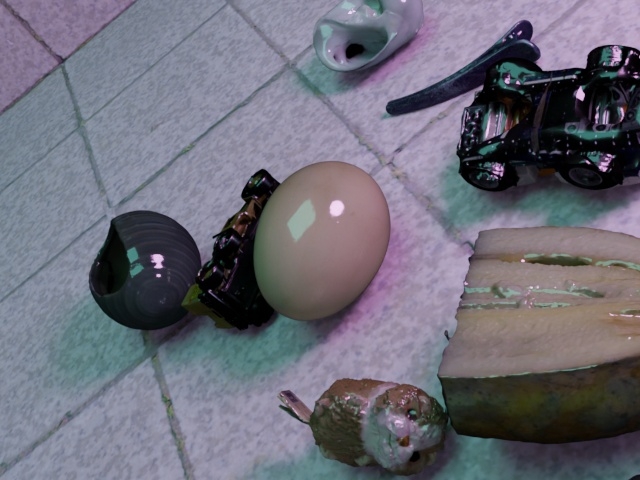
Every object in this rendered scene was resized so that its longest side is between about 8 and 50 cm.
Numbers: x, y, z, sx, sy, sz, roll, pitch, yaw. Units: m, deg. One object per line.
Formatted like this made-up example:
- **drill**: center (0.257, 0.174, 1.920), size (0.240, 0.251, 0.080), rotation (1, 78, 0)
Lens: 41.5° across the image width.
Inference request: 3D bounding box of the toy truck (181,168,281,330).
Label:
- **toy truck**: center (-0.117, 0.015, 1.342), size (0.127, 0.127, 0.257), rotation (-18, 40, 50)

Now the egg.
- **egg**: center (0.000, 0.000, 1.195), size (0.186, 0.186, 0.242), rotation (9, 64, 46)

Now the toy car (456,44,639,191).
- **toy car**: center (0.321, -0.147, 1.121), size (0.301, 0.118, 0.193), rotation (4, 64, 42)

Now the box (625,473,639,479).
- **box**: center (0.280, 0.295, 0.780), size (0.126, 0.027, 0.125), rotation (-35, 37, 8)

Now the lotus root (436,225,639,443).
- **lotus root**: center (0.282, 0.100, 0.882), size (0.260, 0.149, 0.267), rotation (-4, 32, 23)

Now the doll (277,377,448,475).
- **doll**: center (0.048, 0.217, 0.998), size (0.221, 0.105, 0.115), rotation (-8, 11, 37)

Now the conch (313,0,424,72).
- **conch**: center (0.094, -0.396, 1.570), size (0.221, 0.121, 0.185), rotation (-29, 41, 27)

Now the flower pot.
- **flower pot**: center (-0.290, 0.049, 1.406), size (0.189, 0.157, 0.243), rotation (-66, 32, 13)

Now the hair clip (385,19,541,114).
- **hair clip**: center (0.225, -0.269, 1.389), size (0.275, 0.048, 0.083), rotation (-24, 44, 23)
